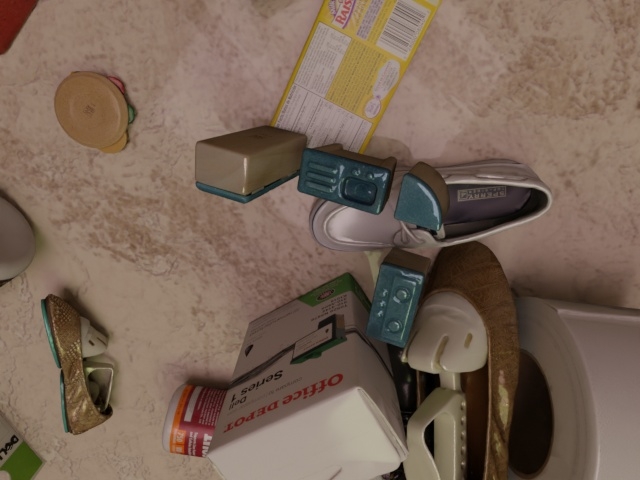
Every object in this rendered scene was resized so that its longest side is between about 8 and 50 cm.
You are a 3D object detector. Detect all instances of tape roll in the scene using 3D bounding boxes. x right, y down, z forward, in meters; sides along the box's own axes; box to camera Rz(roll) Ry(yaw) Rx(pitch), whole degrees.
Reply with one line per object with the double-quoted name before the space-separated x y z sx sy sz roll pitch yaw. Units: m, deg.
"tape roll" 0.293 0.189 0.462 0.169 0.246 0.246 6 110 -1

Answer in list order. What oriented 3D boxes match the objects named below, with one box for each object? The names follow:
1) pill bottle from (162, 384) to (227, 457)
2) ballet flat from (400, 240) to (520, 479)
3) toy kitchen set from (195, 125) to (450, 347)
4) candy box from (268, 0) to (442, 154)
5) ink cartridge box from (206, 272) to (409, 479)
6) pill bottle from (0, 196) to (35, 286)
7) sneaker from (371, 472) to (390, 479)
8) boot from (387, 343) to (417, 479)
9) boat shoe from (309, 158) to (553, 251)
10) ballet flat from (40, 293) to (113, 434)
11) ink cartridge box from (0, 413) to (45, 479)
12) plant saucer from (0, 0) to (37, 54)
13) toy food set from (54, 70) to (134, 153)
"pill bottle" -0.122 0.245 0.575 0.152 0.086 0.086 9 110 -2
"ballet flat" 0.136 0.166 0.459 0.124 0.116 0.342 6 86 -42
"toy kitchen set" 0.000 0.000 0.411 0.207 0.122 0.166 17 116 17
"candy box" 0.031 -0.179 0.449 0.105 0.027 0.206 27 108 -4
"ink cartridge box" -0.010 0.148 0.466 0.160 0.219 0.093 -29 107 11
"pill bottle" -0.448 0.037 0.491 0.215 0.117 0.117 -30 107 12
"sneaker" 0.090 0.340 0.588 0.305 0.114 0.152 15 75 -21
"boot" 0.108 0.229 0.529 0.076 0.137 0.198 -11 109 28
"boat shoe" 0.111 -0.036 0.469 0.258 0.084 0.095 -15 109 6
"ballet flat" -0.312 0.159 0.569 0.067 0.073 0.206 -8 115 -25
"ink cartridge box" -0.514 0.280 0.542 0.097 0.189 0.255 -24 108 9
"plant saucer" -0.349 -0.358 0.384 0.258 0.048 0.259 42 105 -13
"toy food set" -0.247 -0.142 0.473 0.083 0.020 0.083 22 109 -6
